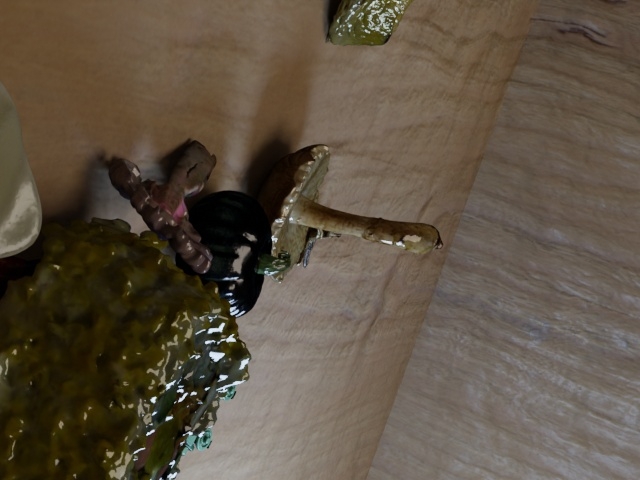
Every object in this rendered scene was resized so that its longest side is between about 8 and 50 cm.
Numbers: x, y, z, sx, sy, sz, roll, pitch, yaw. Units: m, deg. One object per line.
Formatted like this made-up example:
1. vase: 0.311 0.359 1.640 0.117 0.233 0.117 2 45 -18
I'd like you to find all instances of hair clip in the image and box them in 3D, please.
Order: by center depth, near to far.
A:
1. hair clip: -0.343 -0.076 1.104 0.172 0.113 0.282 -63 162 -19
2. hair clip: -0.188 -0.054 1.603 0.069 0.173 0.300 -42 -170 16

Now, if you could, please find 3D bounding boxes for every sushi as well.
1. sushi: -0.244 0.164 1.447 0.351 0.240 0.396 -62 170 -14

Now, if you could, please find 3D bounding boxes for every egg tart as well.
1. egg tart: 0.112 -0.406 2.066 0.252 0.098 0.232 -52 176 14

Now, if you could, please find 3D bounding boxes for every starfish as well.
1. starfish: -0.005 -0.003 2.364 0.133 0.041 0.130 -48 170 31

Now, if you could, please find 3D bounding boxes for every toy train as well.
1. toy train: -0.198 0.264 2.043 0.172 0.070 0.099 -63 152 -21

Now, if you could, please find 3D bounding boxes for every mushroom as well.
1. mushroom: 0.034 -0.057 2.034 0.233 0.301 0.208 28 50 -86

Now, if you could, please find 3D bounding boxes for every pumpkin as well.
1. pumpkin: -0.138 0.023 1.817 0.194 0.150 0.194 -21 119 -45

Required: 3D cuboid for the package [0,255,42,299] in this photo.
1. package: -0.352 0.050 1.376 0.083 0.022 0.200 -67 167 -1
